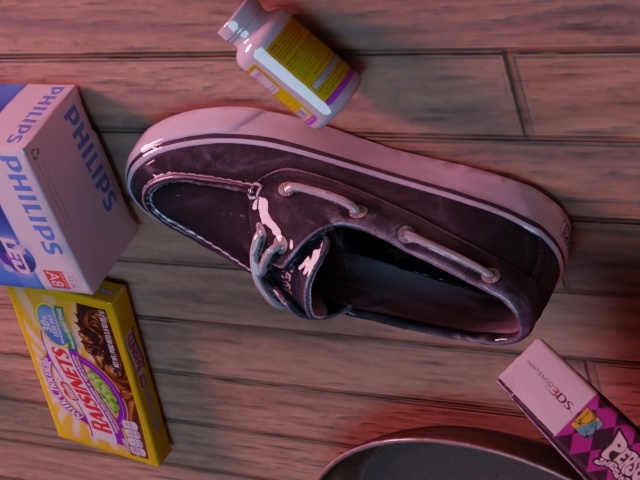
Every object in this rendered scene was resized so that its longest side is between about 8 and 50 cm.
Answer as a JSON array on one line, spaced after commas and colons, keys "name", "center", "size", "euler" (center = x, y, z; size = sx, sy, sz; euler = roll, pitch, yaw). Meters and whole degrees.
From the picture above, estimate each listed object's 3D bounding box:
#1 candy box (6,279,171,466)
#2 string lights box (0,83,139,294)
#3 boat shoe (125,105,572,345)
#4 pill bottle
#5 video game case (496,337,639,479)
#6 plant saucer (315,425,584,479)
[{"name": "candy box", "center": [-0.189, 0.103, 1.212], "size": [0.105, 0.027, 0.206], "euler": [15, 138, 23]}, {"name": "string lights box", "center": [-0.274, -0.043, 1.071], "size": [0.259, 0.077, 0.133], "euler": [4, 133, 28]}, {"name": "boat shoe", "center": [0.000, 0.000, 0.926], "size": [0.301, 0.102, 0.108], "euler": [15, 138, 18]}, {"name": "pill bottle", "center": [-0.019, -0.107, 0.872], "size": [0.083, 0.043, 0.043], "euler": [40, 140, -11]}, {"name": "video game case", "center": [0.217, 0.168, 0.861], "size": [0.210, 0.042, 0.232], "euler": [46, -176, 34]}, {"name": "plant saucer", "center": [0.142, 0.241, 1.136], "size": [0.310, 0.050, 0.310], "euler": [18, 140, 16]}]
